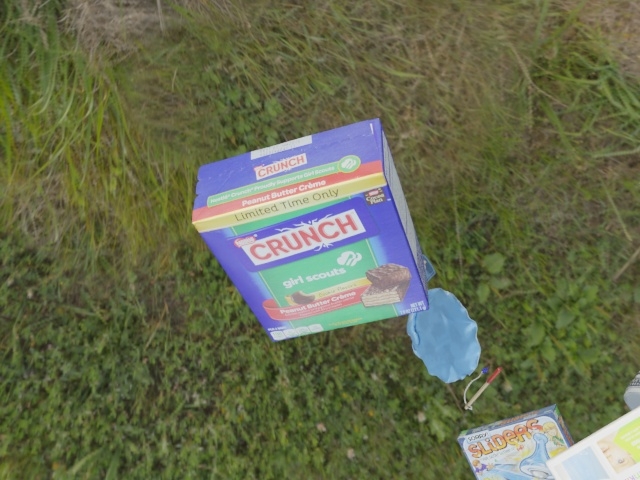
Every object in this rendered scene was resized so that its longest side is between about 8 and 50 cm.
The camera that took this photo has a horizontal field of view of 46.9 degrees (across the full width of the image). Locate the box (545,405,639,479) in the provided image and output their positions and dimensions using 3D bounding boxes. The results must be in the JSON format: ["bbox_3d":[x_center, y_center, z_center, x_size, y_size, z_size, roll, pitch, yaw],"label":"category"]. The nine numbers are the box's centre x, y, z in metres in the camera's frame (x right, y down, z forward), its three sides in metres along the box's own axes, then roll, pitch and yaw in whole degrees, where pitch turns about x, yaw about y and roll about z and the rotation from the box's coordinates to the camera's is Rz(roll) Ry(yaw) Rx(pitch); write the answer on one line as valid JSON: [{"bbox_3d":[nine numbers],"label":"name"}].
[{"bbox_3d":[0.340,0.208,0.700,0.203,0.114,0.103,-40,151,19],"label":"box"}]

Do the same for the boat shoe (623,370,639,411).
[{"bbox_3d":[0.594,0.266,0.986,0.367,0.136,0.156,40,72,9],"label":"boat shoe"}]

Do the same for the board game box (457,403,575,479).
[{"bbox_3d":[0.381,0.405,1.406,0.201,0.035,0.136,-27,90,29],"label":"board game box"}]

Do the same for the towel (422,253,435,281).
[{"bbox_3d":[0.244,0.080,1.826,0.029,0.119,0.067,-29,95,39],"label":"towel"}]

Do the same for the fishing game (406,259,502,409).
[{"bbox_3d":[0.236,0.180,1.393,0.041,0.264,0.189,-13,144,-34],"label":"fishing game"}]

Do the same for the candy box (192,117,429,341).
[{"bbox_3d":[0.000,0.000,1.090,0.268,0.122,0.317,-13,137,12],"label":"candy box"}]
